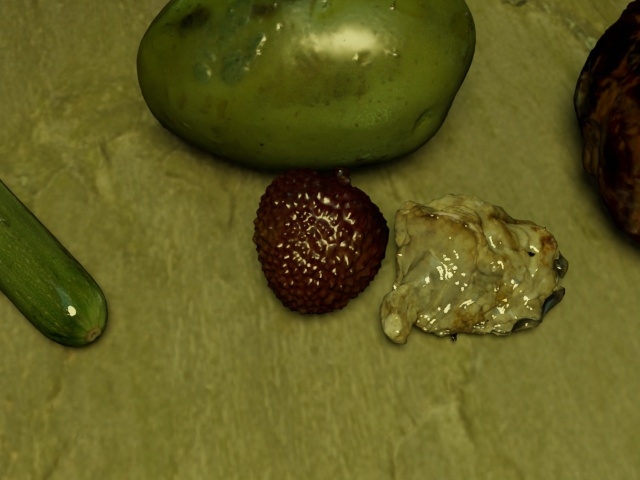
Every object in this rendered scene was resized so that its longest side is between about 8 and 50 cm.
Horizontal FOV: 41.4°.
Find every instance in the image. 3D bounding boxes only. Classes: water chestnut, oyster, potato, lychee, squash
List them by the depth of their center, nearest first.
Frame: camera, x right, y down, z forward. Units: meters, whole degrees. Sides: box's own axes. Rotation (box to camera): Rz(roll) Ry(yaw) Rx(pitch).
[{"bbox_3d":[-0.002,0.000,0.735,0.123,0.123,0.129,22,64,12],"label":"lychee"},{"bbox_3d":[0.370,-0.112,0.741,0.244,0.289,0.289,25,56,-24],"label":"water chestnut"},{"bbox_3d":[0.130,0.025,0.747,0.163,0.081,0.191,34,68,13],"label":"oyster"},{"bbox_3d":[-0.273,0.007,0.754,0.239,0.069,0.069,41,66,19],"label":"squash"},{"bbox_3d":[-0.012,-0.161,0.775,0.304,0.216,0.216,-10,59,1],"label":"potato"}]
